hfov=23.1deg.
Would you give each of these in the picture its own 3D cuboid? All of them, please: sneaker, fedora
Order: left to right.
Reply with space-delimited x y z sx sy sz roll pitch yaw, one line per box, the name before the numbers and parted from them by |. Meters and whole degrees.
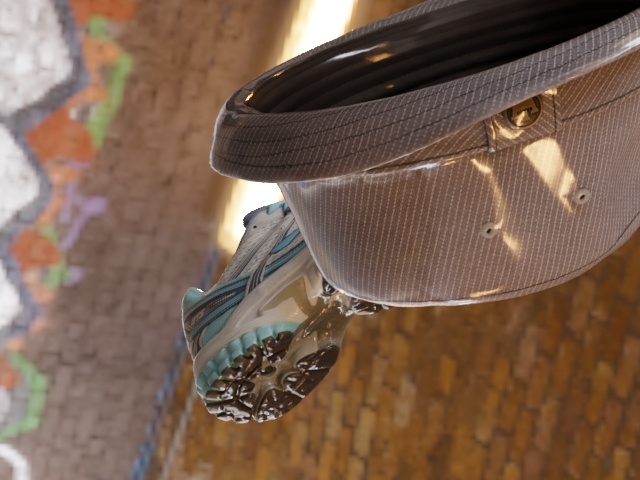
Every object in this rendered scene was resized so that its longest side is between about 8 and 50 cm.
sneaker | 0.000 0.000 1.138 0.283 0.110 0.122 -41 -129 13
fedora | 0.088 -0.052 0.776 0.244 0.275 0.124 22 -46 65
